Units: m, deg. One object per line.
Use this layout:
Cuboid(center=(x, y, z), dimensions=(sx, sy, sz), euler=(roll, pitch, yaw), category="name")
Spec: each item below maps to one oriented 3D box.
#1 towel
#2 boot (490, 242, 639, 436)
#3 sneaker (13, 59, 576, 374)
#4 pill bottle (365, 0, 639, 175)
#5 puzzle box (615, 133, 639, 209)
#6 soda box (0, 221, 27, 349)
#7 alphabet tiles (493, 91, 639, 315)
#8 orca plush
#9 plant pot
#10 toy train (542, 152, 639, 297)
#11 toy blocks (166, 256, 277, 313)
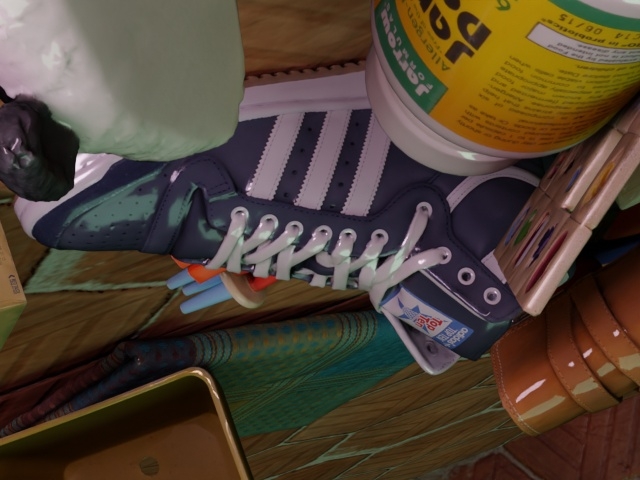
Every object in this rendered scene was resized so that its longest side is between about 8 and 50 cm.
Cuboid(center=(-0.076, 0.116, 1.547), dimensions=(0.370, 0.040, 0.271), euler=(-5, 159, -43), category="towel")
Cuboid(center=(0.196, 0.033, 1.074), dimensions=(0.220, 0.109, 0.283), euler=(-27, 179, 4), category="boot")
Cuboid(center=(0.000, 0.000, 0.940), dimensions=(0.282, 0.153, 0.099), euler=(-14, 165, -24), category="sneaker")
Cuboid(center=(0.087, -0.102, 0.744), dimensions=(0.117, 0.118, 0.208), euler=(-15, 166, -20), category="pill bottle")
Cuboid(center=(0.342, -0.155, 0.912), dimensions=(0.409, 0.052, 0.272), euler=(-25, 170, -21), category="puzzle box")
Cuboid(center=(-0.205, 0.040, 0.998), dimensions=(0.058, 0.061, 0.181), euler=(-15, 166, -23), category="soda box")
Cuboid(center=(0.146, -0.080, 0.800), dimensions=(0.237, 0.009, 0.198), euler=(-56, -179, 6), category="alphabet tiles")
Cuboid(center=(-0.115, -0.092, 0.533), dimensions=(0.102, 0.151, 0.287), euler=(8, 180, 20), category="orca plush")
Cuboid(center=(-0.131, 0.222, 1.420), dimensions=(0.212, 0.212, 0.187), euler=(-21, 177, 6), category="plant pot")
Cuboid(center=(0.235, -0.053, 1.222), dimensions=(0.248, 0.105, 0.143), euler=(-13, 152, -28), category="toy train")
Cuboid(center=(-0.041, 0.004, 1.111), dimensions=(0.148, 0.054, 0.123), euler=(-25, 166, 23), category="toy blocks")
